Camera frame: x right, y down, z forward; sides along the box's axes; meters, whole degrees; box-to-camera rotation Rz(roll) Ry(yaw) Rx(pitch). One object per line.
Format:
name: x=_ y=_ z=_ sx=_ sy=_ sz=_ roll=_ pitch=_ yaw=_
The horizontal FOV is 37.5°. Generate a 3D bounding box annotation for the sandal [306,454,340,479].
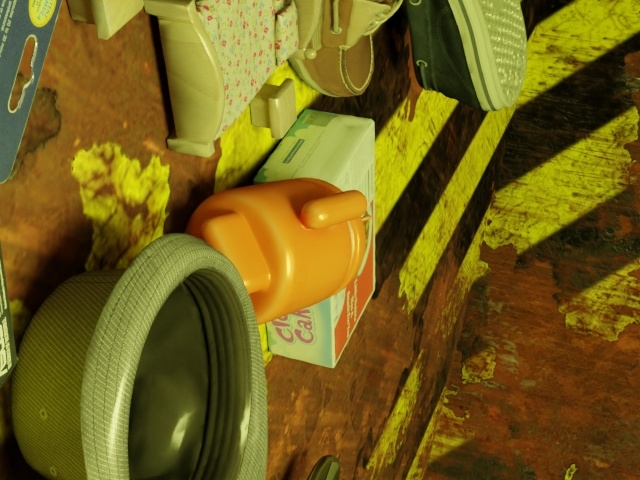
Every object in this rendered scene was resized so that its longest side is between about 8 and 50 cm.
sandal: x=-0.046 y=0.385 z=1.283 sx=0.219 sy=0.060 sz=0.090 roll=-60 pitch=153 yaw=-7

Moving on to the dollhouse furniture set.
dollhouse furniture set: x=-0.039 y=-0.161 z=0.741 sx=0.303 sy=0.174 sz=0.355 roll=-58 pitch=154 yaw=-44

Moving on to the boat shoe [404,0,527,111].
boat shoe: x=0.146 y=-0.372 z=1.202 sx=0.186 sy=0.156 sz=0.500 roll=-60 pitch=144 yaw=-31

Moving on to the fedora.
fedora: x=-0.140 y=0.127 z=0.706 sx=0.243 sy=0.124 sz=0.275 roll=-56 pitch=144 yaw=-53

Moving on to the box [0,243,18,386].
box: x=-0.211 y=0.026 z=0.340 sx=0.242 sy=0.077 sz=0.307 roll=-68 pitch=172 yaw=-46

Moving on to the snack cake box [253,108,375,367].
snack cake box: x=0.000 y=0.000 z=1.099 sx=0.152 sy=0.089 sz=0.264 roll=-60 pitch=155 yaw=-46

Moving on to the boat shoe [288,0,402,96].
boat shoe: x=0.026 y=-0.254 z=0.958 sx=0.324 sy=0.117 sz=0.123 roll=68 pitch=39 yaw=-60

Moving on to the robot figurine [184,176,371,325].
robot figurine: x=-0.042 y=0.007 z=0.887 sx=0.219 sy=0.128 sz=0.158 roll=-16 pitch=129 yaw=-55

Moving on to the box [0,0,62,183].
box: x=-0.214 y=-0.114 z=0.463 sx=0.225 sy=0.037 sz=0.136 roll=28 pitch=76 yaw=-70
